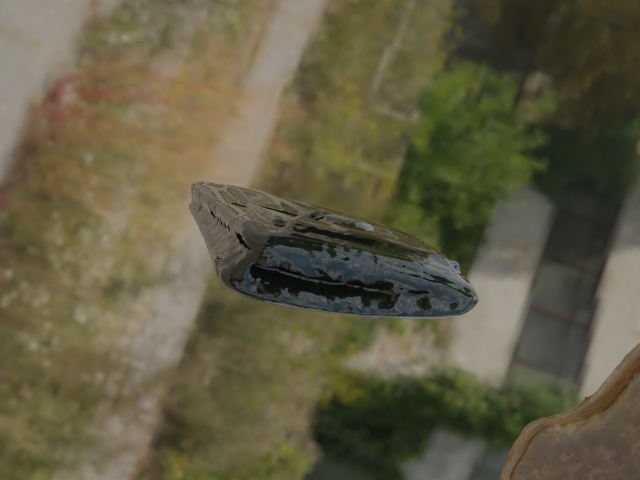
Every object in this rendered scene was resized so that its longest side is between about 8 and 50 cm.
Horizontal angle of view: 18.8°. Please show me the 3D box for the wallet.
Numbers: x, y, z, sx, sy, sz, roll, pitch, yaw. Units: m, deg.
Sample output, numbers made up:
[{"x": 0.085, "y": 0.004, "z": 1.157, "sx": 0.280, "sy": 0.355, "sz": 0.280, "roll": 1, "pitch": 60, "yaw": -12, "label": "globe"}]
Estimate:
[{"x": 0.000, "y": 0.000, "z": 1.312, "sx": 0.245, "sy": 0.169, "sz": 0.052, "roll": -131, "pitch": -129, "yaw": -74, "label": "wallet"}]

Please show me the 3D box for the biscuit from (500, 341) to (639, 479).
[{"x": 0.354, "y": 0.256, "z": 1.624, "sx": 0.365, "sy": 0.385, "sz": 0.062, "roll": -32, "pitch": -175, "yaw": -7, "label": "biscuit"}]
